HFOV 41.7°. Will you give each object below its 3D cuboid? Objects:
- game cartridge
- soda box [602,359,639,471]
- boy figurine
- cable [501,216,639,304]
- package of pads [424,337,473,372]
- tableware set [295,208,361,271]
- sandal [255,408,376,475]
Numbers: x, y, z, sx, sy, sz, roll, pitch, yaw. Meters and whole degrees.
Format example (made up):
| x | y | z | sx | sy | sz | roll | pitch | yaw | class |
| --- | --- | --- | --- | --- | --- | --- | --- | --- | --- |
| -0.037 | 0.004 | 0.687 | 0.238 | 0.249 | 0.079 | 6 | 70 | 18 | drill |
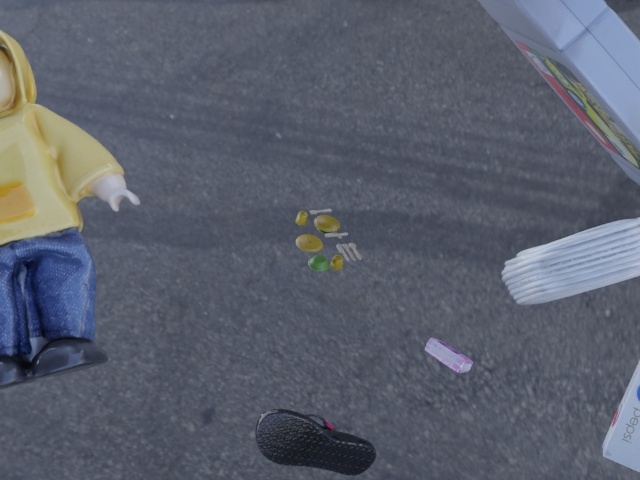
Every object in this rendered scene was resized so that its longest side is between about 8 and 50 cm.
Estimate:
| x | y | z | sx | sy | sz | roll | pitch | yaw | class |
| --- | --- | --- | --- | --- | --- | --- | --- | --- | --- |
| 0.242 | -0.124 | 0.699 | 0.060 | 0.294 | 0.196 | -44 | 16 | 9 | game cartridge |
| 0.591 | 0.306 | 1.536 | 0.074 | 0.069 | 0.216 | 22 | 101 | 15 | soda box |
| -0.228 | -0.036 | 0.626 | 0.177 | 0.092 | 0.285 | -11 | 83 | -9 | boy figurine |
| 0.407 | 0.034 | 1.293 | 0.257 | 0.257 | 0.089 | -23 | 80 | 43 | cable |
| 0.239 | 0.215 | 1.565 | 0.083 | 0.050 | 0.032 | 33 | 95 | 30 | package of pads |
| 0.000 | 0.000 | 1.487 | 0.104 | 0.024 | 0.154 | -7 | 43 | -24 | tableware set |
| -0.010 | 0.231 | 0.974 | 0.067 | 0.179 | 0.040 | -49 | 39 | 15 | sandal |
